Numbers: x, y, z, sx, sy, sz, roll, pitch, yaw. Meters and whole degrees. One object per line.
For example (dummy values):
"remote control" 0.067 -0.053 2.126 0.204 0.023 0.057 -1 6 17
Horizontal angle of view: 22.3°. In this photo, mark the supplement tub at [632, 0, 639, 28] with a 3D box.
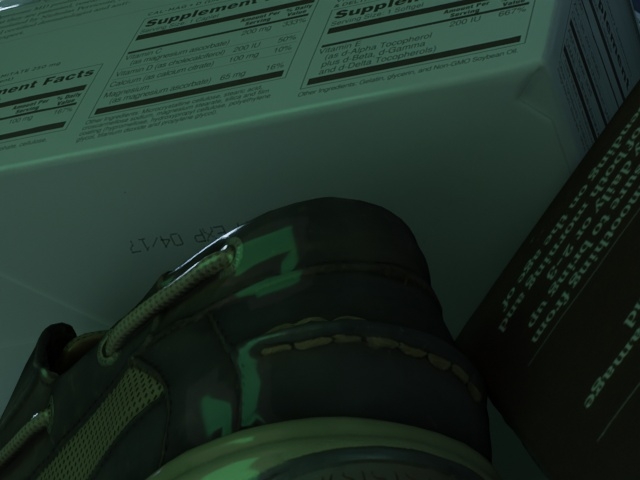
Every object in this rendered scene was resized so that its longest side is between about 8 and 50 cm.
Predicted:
"supplement tub" 0.114 -0.124 0.801 0.272 0.191 0.191 -43 17 46

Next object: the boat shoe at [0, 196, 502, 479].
"boat shoe" -0.052 0.096 0.551 0.355 0.132 0.130 -35 44 49

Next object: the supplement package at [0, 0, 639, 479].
"supplement package" 0.000 0.000 0.635 0.262 0.204 0.145 -9 35 23

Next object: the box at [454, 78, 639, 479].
"box" 0.165 0.029 0.324 0.191 0.143 0.381 -55 10 6
